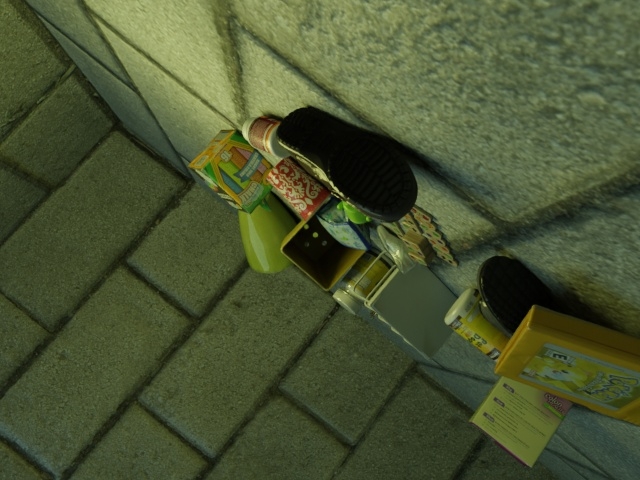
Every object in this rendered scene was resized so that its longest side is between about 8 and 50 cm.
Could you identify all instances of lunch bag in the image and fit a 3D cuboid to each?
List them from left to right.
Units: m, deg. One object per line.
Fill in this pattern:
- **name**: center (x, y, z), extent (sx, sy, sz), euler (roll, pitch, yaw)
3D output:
- **lunch bag**: center (0.076, -0.042, 1.486), extent (0.129, 0.096, 0.151), euler (47, 177, -37)

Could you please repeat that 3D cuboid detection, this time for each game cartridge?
- **game cartridge**: center (0.507, 0.244, 0.931), extent (0.323, 0.053, 0.285), euler (20, 153, 17)

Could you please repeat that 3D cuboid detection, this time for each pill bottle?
- **pill bottle**: center (-0.130, -0.263, 1.283), extent (0.152, 0.086, 0.086), euler (29, 166, 45)
- **pill bottle**: center (0.142, 0.135, 1.701), extent (0.119, 0.208, 0.119), euler (38, 171, 8)
- **pill bottle**: center (0.434, 0.228, 1.311), extent (0.215, 0.117, 0.117), euler (37, 170, 11)

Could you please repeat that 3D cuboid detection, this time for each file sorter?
- **file sorter**: center (0.260, 0.181, 1.542), extent (0.277, 0.193, 0.173), euler (43, 173, -22)

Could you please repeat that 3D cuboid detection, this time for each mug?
- **mug**: center (-0.069, -0.150, 1.502), extent (0.169, 0.113, 0.150), euler (43, 168, -2)

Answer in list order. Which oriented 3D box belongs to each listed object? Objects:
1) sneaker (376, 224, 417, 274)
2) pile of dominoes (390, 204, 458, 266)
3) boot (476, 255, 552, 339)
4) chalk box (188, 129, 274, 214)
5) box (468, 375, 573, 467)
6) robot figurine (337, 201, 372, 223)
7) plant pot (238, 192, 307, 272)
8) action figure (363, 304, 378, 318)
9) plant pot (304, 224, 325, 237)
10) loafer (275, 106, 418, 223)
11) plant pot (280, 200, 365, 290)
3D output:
- **sneaker**: center (0.208, 0.017, 1.406), extent (0.152, 0.061, 0.054), euler (57, -178, 13)
- **pile of dominoes**: center (0.215, -0.021, 1.235), extent (0.196, 0.040, 0.251), euler (30, 167, 44)
- **boot**: center (0.408, 0.154, 1.119), extent (0.338, 0.118, 0.223), euler (47, 174, -16)
- **chalk box**: center (-0.267, -0.213, 1.750), extent (0.289, 0.179, 0.180), euler (44, 168, -29)
- **box**: center (0.641, 0.558, 1.660), extent (0.213, 0.243, 0.117), euler (35, 170, 19)
- **robot figurine**: center (0.096, -0.085, 1.303), extent (0.101, 0.067, 0.115), euler (21, 164, 24)
- **plant pot**: center (-0.228, -0.062, 2.134), extent (0.275, 0.275, 0.293), euler (30, 151, 44)
- **action figure**: center (0.207, 0.246, 2.169), extent (0.164, 0.141, 0.276), euler (36, 173, 28)
- **plant pot**: center (-0.018, -0.036, 1.940), extent (0.079, 0.083, 0.083), euler (7, 148, 48)
- **loafer**: center (0.062, -0.148, 1.027), extent (0.366, 0.134, 0.130), euler (44, 179, 36)
- **plant pot**: center (0.000, 0.000, 1.687), extent (0.212, 0.212, 0.187), euler (42, -179, -18)
